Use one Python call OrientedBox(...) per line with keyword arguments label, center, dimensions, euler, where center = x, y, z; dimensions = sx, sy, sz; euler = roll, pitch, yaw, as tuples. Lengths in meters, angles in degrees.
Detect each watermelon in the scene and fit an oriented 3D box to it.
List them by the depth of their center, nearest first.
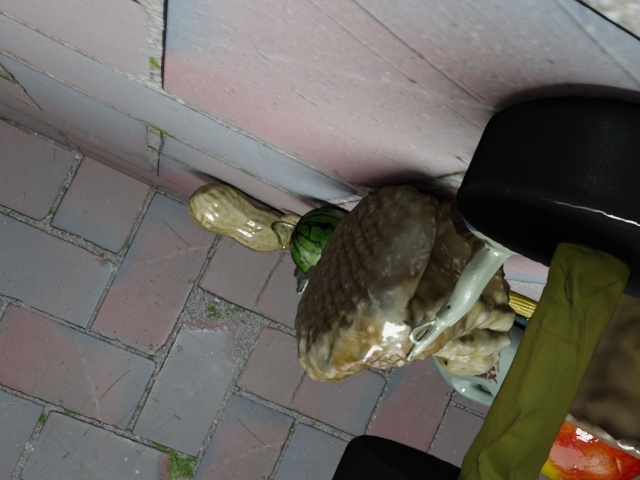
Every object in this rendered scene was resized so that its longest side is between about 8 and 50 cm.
OrientedBox(label="watermelon", center=(0.000, 0.000, 1.207), dimensions=(0.187, 0.140, 0.141), euler=(28, 174, -12))

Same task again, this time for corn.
OrientedBox(label="corn", center=(0.372, 0.118, 1.267), dimensions=(0.092, 0.037, 0.037), euler=(26, 175, 7))

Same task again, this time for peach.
OrientedBox(label="peach", center=(0.645, 0.426, 1.620), dimensions=(0.370, 0.369, 0.370), euler=(24, 175, 2))

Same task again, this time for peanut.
OrientedBox(label="peanut", center=(-0.186, -0.052, 1.608), dimensions=(0.298, 0.120, 0.136), euler=(27, -142, -33))

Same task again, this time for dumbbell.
OrientedBox(label="dumbbell", center=(0.147, 0.090, 0.438), dimensions=(0.204, 0.322, 0.204), euler=(24, 174, 3))

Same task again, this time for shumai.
OrientedBox(label="shumai", center=(0.131, 0.092, 0.811), dimensions=(0.263, 0.267, 0.314), euler=(27, 180, -10))

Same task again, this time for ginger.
OrientedBox(label="ginger", center=(-0.043, -0.029, 1.608), dimensions=(0.070, 0.051, 0.173), euler=(22, 169, 17))

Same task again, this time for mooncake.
OrientedBox(label="mooncake", center=(0.386, 0.147, 0.701), dimensions=(0.324, 0.187, 0.324), euler=(25, 177, 1))

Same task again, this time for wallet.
OrientedBox(label="wallet", center=(0.483, 0.194, 1.544), dimensions=(0.088, 0.026, 0.129), euler=(38, 173, -12))

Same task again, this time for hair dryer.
OrientedBox(label="hair dryer", center=(0.180, 0.037, 0.639), dimensions=(0.167, 0.199, 0.067), euler=(2, -148, -27))

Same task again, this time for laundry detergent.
OrientedBox(label="laundry detergent", center=(0.425, 0.292, 1.555), dimensions=(0.125, 0.263, 0.398), euler=(-15, -161, -28))

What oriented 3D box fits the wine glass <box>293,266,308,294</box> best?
OrientedBox(label="wine glass", center=(0.120, 0.116, 1.541), dimensions=(0.357, 0.190, 0.190), euler=(24, 175, -7))
